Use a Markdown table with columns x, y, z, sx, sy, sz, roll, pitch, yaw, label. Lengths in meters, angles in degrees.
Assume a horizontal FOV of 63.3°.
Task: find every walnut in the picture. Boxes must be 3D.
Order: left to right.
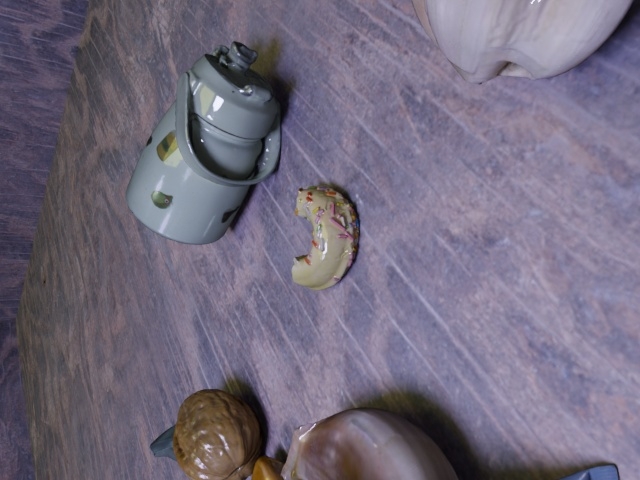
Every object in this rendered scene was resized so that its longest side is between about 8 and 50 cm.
| x | y | z | sx | sy | sz | roll | pitch | yaw | label |
| --- | --- | --- | --- | --- | --- | --- | --- | --- | --- |
| -0.189 | 0.349 | 0.934 | 0.184 | 0.155 | 0.155 | 38 | 116 | 48 | walnut |

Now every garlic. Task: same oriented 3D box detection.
| x | y | z | sx | sy | sz | roll | pitch | yaw | label |
| --- | --- | --- | --- | --- | --- | --- | --- | --- | --- |
| 0.069 | 0.337 | 0.621 | 0.325 | 0.132 | 0.279 | 40 | 131 | 45 | garlic |
| 0.173 | -0.258 | 0.514 | 0.281 | 0.184 | 0.203 | 50 | 140 | 40 | garlic |

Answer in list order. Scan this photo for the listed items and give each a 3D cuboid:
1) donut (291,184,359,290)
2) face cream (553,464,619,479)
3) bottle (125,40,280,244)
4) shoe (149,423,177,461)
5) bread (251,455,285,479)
| x | y | z | sx | sy | sz | roll | pitch | yaw | label |
| --- | --- | --- | --- | --- | --- | --- | --- | --- | --- |
| 0.003 | -0.002 | 0.790 | 0.108 | 0.065 | 0.166 | 10 | 95 | 50 | donut |
| 0.093 | 0.292 | 0.457 | 0.086 | 0.385 | 0.136 | 106 | 158 | -77 | face cream |
| -0.192 | -0.173 | 0.943 | 0.352 | 0.229 | 0.229 | -53 | 49 | 29 | bottle |
| -0.299 | 0.443 | 1.136 | 0.195 | 0.079 | 0.078 | -29 | 100 | 37 | shoe |
| -0.088 | 0.476 | 0.857 | 0.092 | 0.074 | 0.239 | -150 | 70 | -65 | bread |
